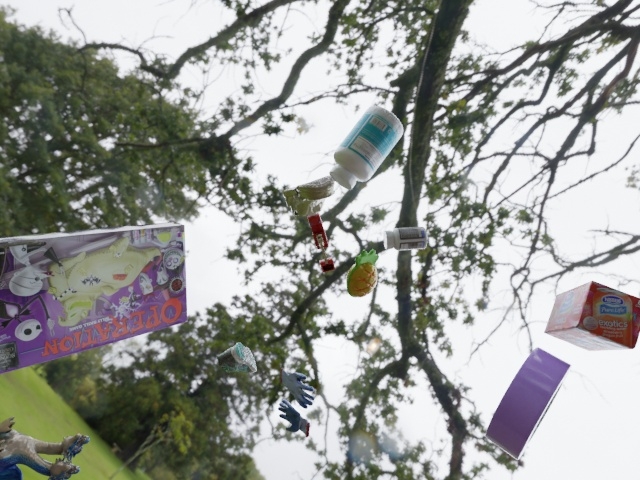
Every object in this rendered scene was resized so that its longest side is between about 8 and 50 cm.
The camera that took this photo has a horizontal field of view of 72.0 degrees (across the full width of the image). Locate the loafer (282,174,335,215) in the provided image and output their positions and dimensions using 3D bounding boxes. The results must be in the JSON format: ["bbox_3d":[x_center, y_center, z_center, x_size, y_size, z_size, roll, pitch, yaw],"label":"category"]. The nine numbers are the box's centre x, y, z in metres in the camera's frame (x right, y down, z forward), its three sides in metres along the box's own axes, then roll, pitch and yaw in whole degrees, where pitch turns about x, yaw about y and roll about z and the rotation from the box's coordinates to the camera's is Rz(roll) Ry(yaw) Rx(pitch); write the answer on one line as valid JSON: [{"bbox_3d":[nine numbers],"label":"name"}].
[{"bbox_3d":[-0.025,-0.117,1.224,0.268,0.102,0.092,3,-68,70],"label":"loafer"}]

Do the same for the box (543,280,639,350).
[{"bbox_3d":[0.684,0.198,1.116,0.128,0.123,0.257,22,-10,16],"label":"box"}]

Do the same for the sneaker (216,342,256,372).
[{"bbox_3d":[-0.220,0.315,1.152,0.166,0.076,0.065,70,-4,-58],"label":"sneaker"}]

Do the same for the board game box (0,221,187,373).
[{"bbox_3d":[-0.400,0.084,0.780,0.056,0.347,0.208,15,-73,39],"label":"board game box"}]

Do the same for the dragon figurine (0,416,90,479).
[{"bbox_3d":[-0.569,0.392,0.770,0.085,0.289,0.144,-109,-175,-53],"label":"dragon figurine"}]

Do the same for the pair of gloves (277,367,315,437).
[{"bbox_3d":[-0.073,0.474,1.282,0.159,0.023,0.198,13,-77,51],"label":"pair of gloves"}]

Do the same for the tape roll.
[{"bbox_3d":[0.533,0.414,1.128,0.090,0.275,0.275,29,-37,34],"label":"tape roll"}]

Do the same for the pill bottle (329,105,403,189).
[{"bbox_3d":[0.141,-0.296,1.437,0.146,0.264,0.146,37,-7,6],"label":"pill bottle"}]

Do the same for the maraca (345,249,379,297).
[{"bbox_3d":[0.150,0.118,1.545,0.099,0.127,0.186,33,-62,46],"label":"maraca"}]

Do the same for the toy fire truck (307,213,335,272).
[{"bbox_3d":[0.000,0.000,1.524,0.135,0.047,0.192,-102,176,-69],"label":"toy fire truck"}]

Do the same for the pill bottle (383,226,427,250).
[{"bbox_3d":[0.290,-0.006,1.513,0.078,0.137,0.078,177,-90,-87],"label":"pill bottle"}]
